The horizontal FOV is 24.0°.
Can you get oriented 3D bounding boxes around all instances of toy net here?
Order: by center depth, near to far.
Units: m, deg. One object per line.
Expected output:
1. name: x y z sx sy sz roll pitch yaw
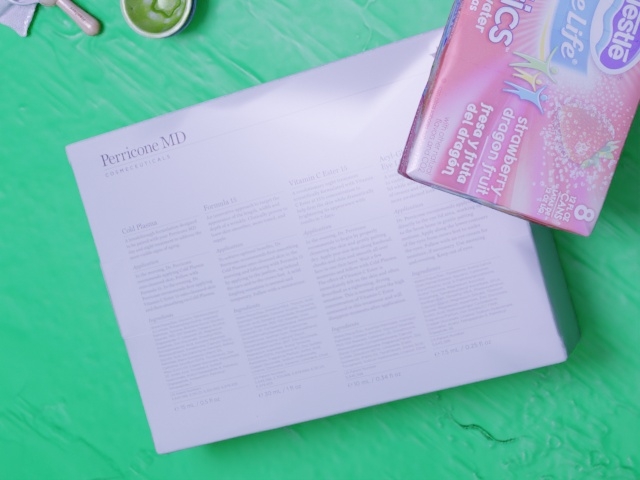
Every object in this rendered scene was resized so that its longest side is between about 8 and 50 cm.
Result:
1. toy net: -0.215 -0.240 1.339 0.232 0.045 0.122 2 99 18

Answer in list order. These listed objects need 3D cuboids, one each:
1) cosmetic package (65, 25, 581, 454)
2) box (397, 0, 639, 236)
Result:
1. cosmetic package: 0.000 0.000 1.280 0.377 0.097 0.284 -15 95 19
2. box: 0.170 -0.166 1.095 0.142 0.154 0.300 19 92 0
